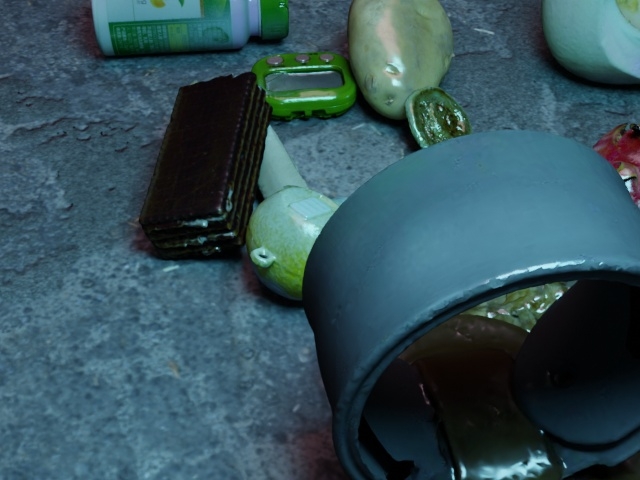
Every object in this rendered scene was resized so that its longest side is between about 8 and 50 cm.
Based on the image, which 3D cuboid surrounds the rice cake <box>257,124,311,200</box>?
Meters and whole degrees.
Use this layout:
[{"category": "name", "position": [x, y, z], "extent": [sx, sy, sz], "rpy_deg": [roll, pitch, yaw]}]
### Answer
[{"category": "rice cake", "position": [-0.063, -0.095, 1.198], "extent": [0.057, 0.052, 0.256], "rpy_deg": [-17, 43, -13]}]

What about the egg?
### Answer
[{"category": "egg", "position": [0.403, -0.290, 1.345], "extent": [0.271, 0.162, 0.206], "rpy_deg": [28, 2, -16]}]

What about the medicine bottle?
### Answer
[{"category": "medicine bottle", "position": [-0.183, -0.337, 1.417], "extent": [0.274, 0.134, 0.133], "rpy_deg": [-4, 41, -6]}]

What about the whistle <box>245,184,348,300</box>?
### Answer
[{"category": "whistle", "position": [0.000, 0.000, 1.069], "extent": [0.122, 0.123, 0.223], "rpy_deg": [28, 28, 29]}]

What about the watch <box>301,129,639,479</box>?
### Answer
[{"category": "watch", "position": [0.160, 0.079, 0.780], "extent": [0.335, 0.327, 0.314], "rpy_deg": [-6, 45, -8]}]

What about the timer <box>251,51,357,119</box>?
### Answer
[{"category": "timer", "position": [-0.023, -0.209, 1.334], "extent": [0.140, 0.047, 0.128], "rpy_deg": [-4, 39, -5]}]

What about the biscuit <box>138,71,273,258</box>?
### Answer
[{"category": "biscuit", "position": [-0.128, -0.094, 1.142], "extent": [0.106, 0.070, 0.252], "rpy_deg": [-9, 47, 18]}]

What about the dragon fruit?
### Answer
[{"category": "dragon fruit", "position": [0.353, -0.063, 1.108], "extent": [0.133, 0.136, 0.166], "rpy_deg": [40, 57, -6]}]

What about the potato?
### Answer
[{"category": "potato", "position": [0.104, -0.268, 1.323], "extent": [0.161, 0.128, 0.235], "rpy_deg": [36, 47, -7]}]

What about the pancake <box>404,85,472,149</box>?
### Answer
[{"category": "pancake", "position": [0.148, -0.147, 1.243], "extent": [0.108, 0.017, 0.108], "rpy_deg": [15, 63, -30]}]

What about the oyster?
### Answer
[{"category": "oyster", "position": [0.254, 0.053, 1.021], "extent": [0.344, 0.079, 0.129], "rpy_deg": [-5, 33, -1]}]
